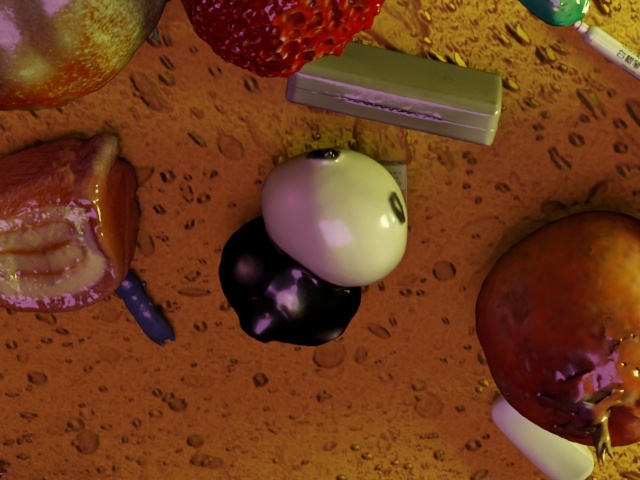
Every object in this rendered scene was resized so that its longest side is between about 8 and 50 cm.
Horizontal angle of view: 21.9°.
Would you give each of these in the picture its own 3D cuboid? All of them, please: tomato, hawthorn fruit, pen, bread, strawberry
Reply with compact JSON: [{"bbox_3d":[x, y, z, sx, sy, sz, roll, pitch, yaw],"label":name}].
[{"bbox_3d":[-0.321,-0.279,1.762,0.303,0.239,0.303,8,113,19],"label":"tomato"},{"bbox_3d":[0.323,0.131,1.917,0.276,0.307,0.276,0,132,0],"label":"hawthorn fruit"},{"bbox_3d":[0.368,-0.194,1.885,0.218,0.026,0.026,34,117,-12],"label":"pen"},{"bbox_3d":[-0.341,-0.012,2.011,0.244,0.123,0.190,-12,118,14],"label":"bread"},{"bbox_3d":[-0.064,-0.291,1.757,0.257,0.261,0.261,-38,109,19],"label":"strawberry"}]

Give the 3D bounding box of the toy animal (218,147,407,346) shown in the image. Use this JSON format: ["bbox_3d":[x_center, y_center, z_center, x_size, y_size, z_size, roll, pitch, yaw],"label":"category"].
[{"bbox_3d":[0.000,-0.001,1.953,0.187,0.165,0.235,32,116,-4],"label":"toy animal"}]

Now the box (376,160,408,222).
[{"bbox_3d":[0.083,-0.057,2.000,0.046,0.012,0.083,0,119,6],"label":"box"}]

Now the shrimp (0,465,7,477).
[{"bbox_3d":[-0.468,0.360,2.268,0.187,0.051,0.132,-11,117,16],"label":"shrimp"}]

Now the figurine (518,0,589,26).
[{"bbox_3d":[0.229,-0.387,1.695,0.340,0.231,0.324,11,93,8],"label":"figurine"}]

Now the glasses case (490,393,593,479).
[{"bbox_3d":[0.287,0.254,2.131,0.063,0.041,0.164,-38,109,25],"label":"glasses case"}]

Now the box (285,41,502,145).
[{"bbox_3d":[0.085,-0.174,1.882,0.243,0.103,0.055,12,124,0],"label":"box"}]

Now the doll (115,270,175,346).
[{"bbox_3d":[-0.226,0.087,2.107,0.037,0.027,0.125,-23,117,18],"label":"doll"}]
